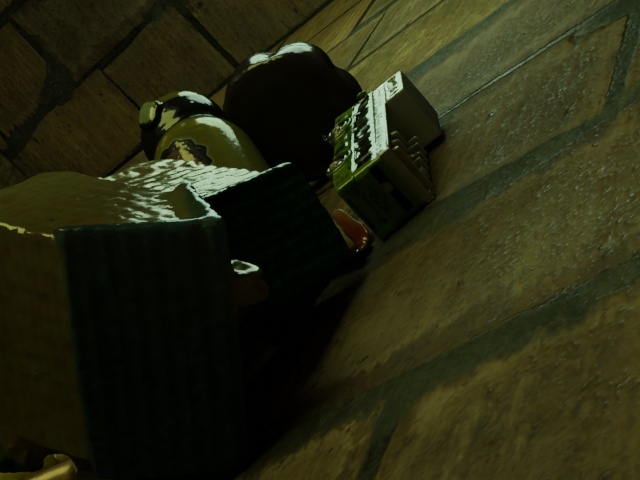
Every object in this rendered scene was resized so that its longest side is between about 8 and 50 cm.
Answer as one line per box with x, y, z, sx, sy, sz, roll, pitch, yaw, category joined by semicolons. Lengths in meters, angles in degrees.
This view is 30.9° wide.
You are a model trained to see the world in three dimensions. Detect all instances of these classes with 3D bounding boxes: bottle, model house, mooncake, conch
-0.170;-0.098;1.754;0.171;0.171;0.351;-42;47;6;bottle
-0.162;0.078;1.324;0.343;0.334;0.382;9;24;30;model house
-0.045;-0.210;1.908;0.245;0.245;0.133;-38;13;19;mooncake
0.002;-0.011;1.525;0.176;0.104;0.094;-15;60;53;conch

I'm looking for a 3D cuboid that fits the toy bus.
0.089;-0.119;1.570;0.139;0.113;0.301;-39;18;17;toy bus

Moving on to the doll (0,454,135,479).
-0.400;0.342;1.478;0.423;0.161;0.348;-34;10;-16;doll
